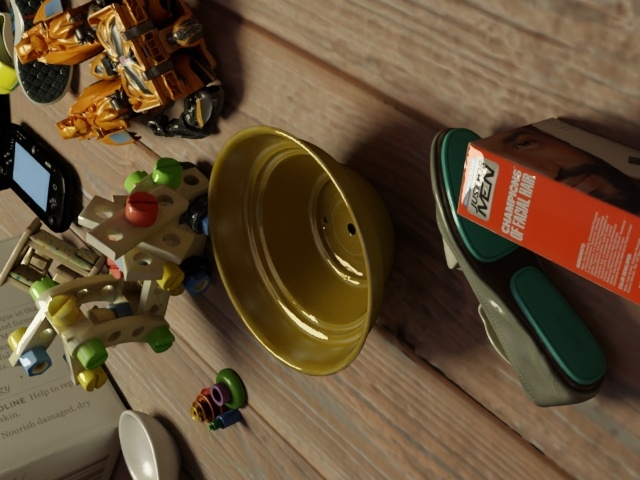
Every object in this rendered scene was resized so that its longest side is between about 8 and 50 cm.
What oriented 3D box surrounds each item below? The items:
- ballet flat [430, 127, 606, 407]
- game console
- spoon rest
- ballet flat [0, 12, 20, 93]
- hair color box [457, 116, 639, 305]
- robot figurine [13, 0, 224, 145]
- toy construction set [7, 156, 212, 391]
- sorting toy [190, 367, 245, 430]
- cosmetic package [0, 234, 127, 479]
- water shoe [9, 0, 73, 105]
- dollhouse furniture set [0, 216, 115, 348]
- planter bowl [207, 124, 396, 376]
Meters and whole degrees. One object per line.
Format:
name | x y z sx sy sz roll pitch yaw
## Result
ballet flat | 0.124 0.023 0.607 0.213 0.072 0.068 62 147 9
game console | -0.472 -0.147 1.295 0.361 0.044 0.213 37 132 35
spoon rest | -0.208 0.346 1.161 0.276 0.084 0.137 43 135 30
ballet flat | -0.477 -0.324 1.208 0.077 0.077 0.231 -20 93 32
hair color box | 0.176 -0.017 0.505 0.167 0.093 0.053 30 127 40
robot figurine | -0.217 -0.189 0.905 0.291 0.085 0.211 -2 119 52
toy construction set | -0.207 0.026 0.901 0.151 0.215 0.328 57 141 15
sorting toy | -0.128 0.199 1.026 0.061 0.042 0.102 58 141 15
cosmetic package | -0.559 0.269 1.362 0.394 0.327 0.329 52 140 24
water shoe | -0.360 -0.278 1.092 0.080 0.072 0.203 -121 28 -60
dollhouse furniture set | -0.339 0.046 1.223 0.181 0.161 0.101 30 98 -9
planter bowl | 0.000 0.000 0.734 0.217 0.090 0.217 26 125 44
